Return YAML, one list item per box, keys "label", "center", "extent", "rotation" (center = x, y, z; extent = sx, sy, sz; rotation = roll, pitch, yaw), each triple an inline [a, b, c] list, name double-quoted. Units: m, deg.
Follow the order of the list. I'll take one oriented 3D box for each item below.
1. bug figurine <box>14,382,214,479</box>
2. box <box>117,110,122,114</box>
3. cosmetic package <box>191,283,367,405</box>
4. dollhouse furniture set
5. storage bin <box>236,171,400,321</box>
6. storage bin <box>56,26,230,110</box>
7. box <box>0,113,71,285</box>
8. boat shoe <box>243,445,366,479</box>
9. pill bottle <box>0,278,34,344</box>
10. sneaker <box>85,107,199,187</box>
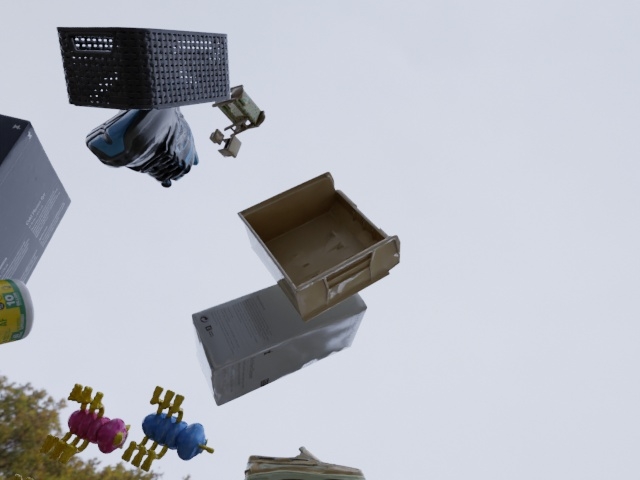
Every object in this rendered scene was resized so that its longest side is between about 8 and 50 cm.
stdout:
- label: "bug figurine"
  center: [-0.257, 0.298, 0.555]
  extent: [0.216, 0.072, 0.279]
  rotation: [17, -111, 22]
- label: "box"
  center: [-0.501, -0.320, 1.283]
  extent: [0.186, 0.038, 0.145]
  rotation: [45, -71, 43]
- label: "cosmetic package"
  center: [-0.100, 0.222, 1.154]
  extent: [0.385, 0.217, 0.156]
  rotation: [-18, -124, -21]
- label: "dollhouse furniture set"
  center: [-0.254, -0.342, 1.284]
  extent: [0.101, 0.182, 0.161]
  rotation: [-2, -120, 33]
- label: "storage bin"
  center: [0.000, 0.000, 1.044]
  extent: [0.260, 0.123, 0.262]
  rotation: [-28, -131, -17]
- label: "storage bin"
  center: [-0.204, -0.211, 0.580]
  extent: [0.122, 0.180, 0.084]
  rotation: [10, -66, 21]
- label: "box"
  center: [-0.761, -0.064, 1.070]
  extent: [0.179, 0.312, 0.343]
  rotation: [13, -122, -3]
- label: "boat shoe"
  center: [-0.024, 0.359, 0.747]
  extent: [0.190, 0.068, 0.072]
  rotation: [4, -140, -5]
- label: "pill bottle"
  center: [-0.623, 0.136, 0.811]
  extent: [0.118, 0.208, 0.117]
  rotation: [4, -84, 35]
- label: "sneaker"
  center: [-0.263, -0.158, 0.783]
  extent: [0.125, 0.341, 0.139]
  rotation: [-25, -72, 5]
